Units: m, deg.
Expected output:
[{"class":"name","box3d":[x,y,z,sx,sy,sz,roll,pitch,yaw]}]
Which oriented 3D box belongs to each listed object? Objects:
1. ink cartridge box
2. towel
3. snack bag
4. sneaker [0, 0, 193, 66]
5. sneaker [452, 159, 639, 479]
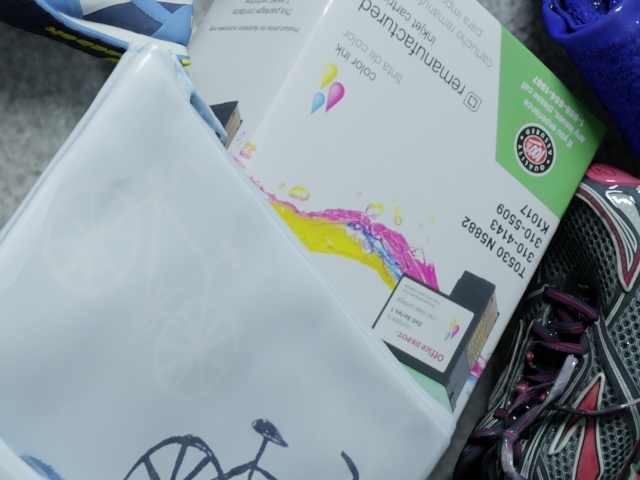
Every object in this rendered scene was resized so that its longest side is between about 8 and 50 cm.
[{"class":"ink cartridge box","box3d":[0.000,0.000,0.896,0.201,0.117,0.278,38,74,-33]},{"class":"towel","box3d":[0.228,-0.068,1.027,0.308,0.076,0.227,51,29,-25]},{"class":"snack bag","box3d":[-0.077,0.141,0.723,0.342,0.037,0.323,-56,135,-19]},{"class":"sneaker","box3d":[-0.122,-0.129,0.839,0.144,0.053,0.059,18,83,-43]},{"class":"sneaker","box3d":[0.142,0.100,0.983,0.112,0.121,0.299,-4,111,-30]}]
